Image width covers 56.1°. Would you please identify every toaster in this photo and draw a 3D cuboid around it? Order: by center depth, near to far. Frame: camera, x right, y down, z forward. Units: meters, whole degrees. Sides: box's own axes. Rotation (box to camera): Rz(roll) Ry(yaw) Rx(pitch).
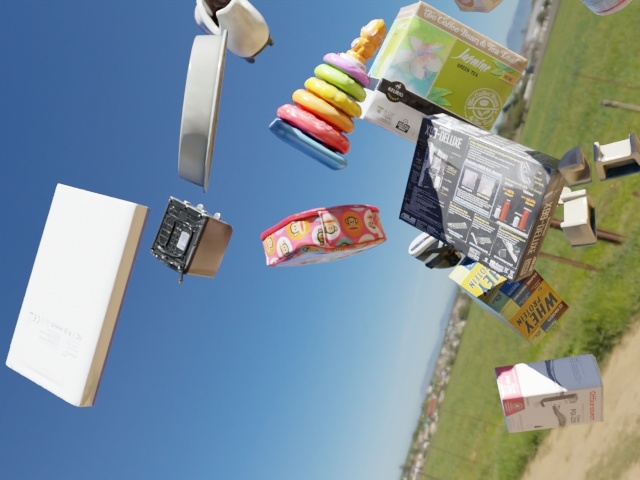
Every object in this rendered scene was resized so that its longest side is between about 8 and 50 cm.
[{"bbox_3d":[-0.328,0.001,1.507,0.110,0.168,0.185,18,-84,-50],"label":"toaster"}]

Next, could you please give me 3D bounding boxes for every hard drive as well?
[{"bbox_3d":[-0.399,0.079,0.978,0.040,0.210,0.318,18,-94,-57],"label":"hard drive"}]

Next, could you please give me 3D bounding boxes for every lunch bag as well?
[{"bbox_3d":[0.000,0.000,1.586,0.293,0.258,0.120,-6,-104,-36],"label":"lunch bag"}]

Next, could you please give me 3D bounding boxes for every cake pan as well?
[{"bbox_3d":[-0.211,-0.232,1.079,0.293,0.054,0.292,-173,90,-80],"label":"cake pan"}]

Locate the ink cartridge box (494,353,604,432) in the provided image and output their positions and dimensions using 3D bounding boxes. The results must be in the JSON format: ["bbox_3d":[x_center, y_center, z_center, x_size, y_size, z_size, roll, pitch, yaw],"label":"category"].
[{"bbox_3d":[0.525,0.352,1.373,0.092,0.218,0.158,-89,-19,-47],"label":"ink cartridge box"}]

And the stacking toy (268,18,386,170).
[{"bbox_3d":[0.039,-0.306,1.191,0.301,0.166,0.175,-58,14,9],"label":"stacking toy"}]

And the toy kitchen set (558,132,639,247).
[{"bbox_3d":[0.520,-0.077,0.996,0.122,0.207,0.166,38,-128,-41],"label":"toy kitchen set"}]

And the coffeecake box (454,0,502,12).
[{"bbox_3d":[0.217,-0.457,0.945,0.068,0.185,0.142,-38,20,10],"label":"coffeecake box"}]

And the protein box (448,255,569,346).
[{"bbox_3d":[0.479,0.131,1.533,0.200,0.201,0.136,39,-88,-34],"label":"protein box"}]

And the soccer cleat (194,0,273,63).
[{"bbox_3d":[-0.205,-0.487,1.255,0.116,0.331,0.143,-44,-47,2],"label":"soccer cleat"}]

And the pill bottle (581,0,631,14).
[{"bbox_3d":[0.385,-0.405,0.866,0.087,0.160,0.087,-45,29,33],"label":"pill bottle"}]

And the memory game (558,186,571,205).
[{"bbox_3d":[0.533,-0.123,1.512,0.186,0.186,0.012,-61,-29,-46],"label":"memory game"}]

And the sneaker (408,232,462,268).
[{"bbox_3d":[0.347,0.001,1.573,0.217,0.121,0.079,-38,26,42],"label":"sneaker"}]

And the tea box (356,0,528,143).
[{"bbox_3d":[0.308,-0.416,1.624,0.220,0.329,0.323,-108,43,-73],"label":"tea box"}]

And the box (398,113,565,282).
[{"bbox_3d":[0.316,-0.094,1.220,0.077,0.307,0.242,-16,-53,-40],"label":"box"}]
